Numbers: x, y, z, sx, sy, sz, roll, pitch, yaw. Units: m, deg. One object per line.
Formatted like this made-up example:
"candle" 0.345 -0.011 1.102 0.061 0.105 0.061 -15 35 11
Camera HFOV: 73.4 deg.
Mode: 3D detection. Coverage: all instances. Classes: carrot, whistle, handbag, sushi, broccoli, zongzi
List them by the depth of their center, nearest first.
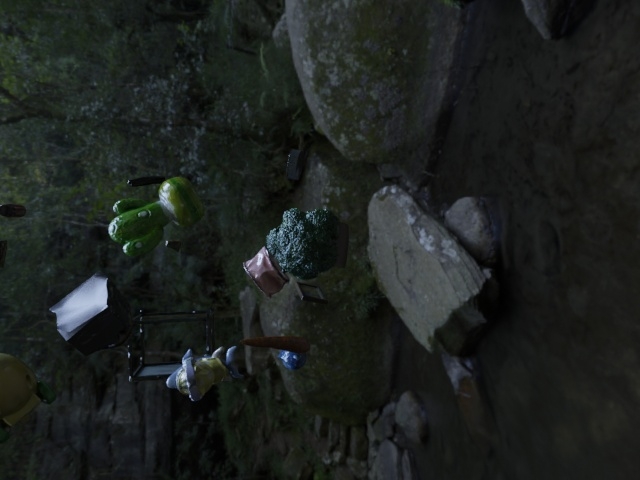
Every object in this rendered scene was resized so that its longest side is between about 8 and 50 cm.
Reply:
"carrot" -0.123 0.286 1.195 0.048 0.216 0.048 -31 52 53
"whistle" -0.091 0.395 1.454 0.158 0.090 0.090 128 140 -72
"broccoli" -0.039 -0.009 1.511 0.254 0.269 0.269 54 -175 -11
"sushi" -0.779 0.274 1.529 0.227 0.215 0.212 26 153 41
"handbag" -0.225 0.133 1.815 0.205 0.116 0.179 54 180 23
"zongzi" -0.714 0.031 2.068 0.083 0.076 0.040 -56 51 38

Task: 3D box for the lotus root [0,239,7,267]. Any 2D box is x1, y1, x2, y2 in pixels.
"lotus root" -1.288 0.053 1.568 0.138 0.235 0.119 -6 88 62

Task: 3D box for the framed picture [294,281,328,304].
"framed picture" -0.044 0.247 2.027 0.168 0.128 0.023 -129 54 -67

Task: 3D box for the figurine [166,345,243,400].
"figurine" -0.331 0.377 1.228 0.184 0.208 0.128 180 76 -77

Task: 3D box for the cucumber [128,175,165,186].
"cucumber" -0.619 -0.214 1.536 0.135 0.033 0.034 -16 -42 -53

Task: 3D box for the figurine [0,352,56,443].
"figurine" -0.711 0.315 0.924 0.324 0.222 0.124 -30 14 47

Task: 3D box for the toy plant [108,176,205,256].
"toy plant" -0.588 -0.090 1.516 0.224 0.316 0.184 49 154 15

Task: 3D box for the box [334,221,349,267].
"box" 0.000 0.000 2.051 0.301 0.301 0.216 -142 64 -87

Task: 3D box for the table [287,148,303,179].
"table" -0.113 -0.340 1.927 0.133 0.043 0.133 11 -90 -83

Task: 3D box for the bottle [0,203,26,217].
"bottle" -1.228 -0.119 1.704 0.164 0.060 0.060 -171 78 -71

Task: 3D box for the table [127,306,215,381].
"table" -0.645 0.444 1.891 0.222 0.335 0.272 173 95 -81
